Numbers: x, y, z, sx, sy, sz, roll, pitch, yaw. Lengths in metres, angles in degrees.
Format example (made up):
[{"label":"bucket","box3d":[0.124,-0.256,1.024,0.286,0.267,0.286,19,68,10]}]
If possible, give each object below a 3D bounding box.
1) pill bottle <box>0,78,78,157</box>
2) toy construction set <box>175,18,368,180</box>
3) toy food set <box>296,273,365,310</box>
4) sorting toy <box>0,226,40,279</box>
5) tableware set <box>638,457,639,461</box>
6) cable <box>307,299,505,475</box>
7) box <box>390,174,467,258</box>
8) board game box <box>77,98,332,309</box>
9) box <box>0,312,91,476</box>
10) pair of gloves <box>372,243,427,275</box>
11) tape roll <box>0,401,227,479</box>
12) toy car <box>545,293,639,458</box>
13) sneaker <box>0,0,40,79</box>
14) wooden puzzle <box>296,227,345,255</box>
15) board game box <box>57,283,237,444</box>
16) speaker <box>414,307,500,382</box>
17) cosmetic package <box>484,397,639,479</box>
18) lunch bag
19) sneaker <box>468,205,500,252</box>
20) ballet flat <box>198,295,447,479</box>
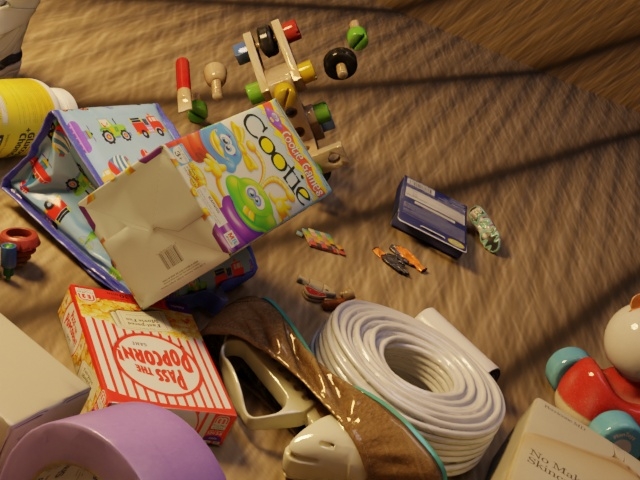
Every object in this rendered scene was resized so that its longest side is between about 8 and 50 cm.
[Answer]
[{"label":"pill bottle","box3d":[-0.408,-0.161,1.447,0.103,0.103,0.184,38,26,20]},{"label":"toy construction set","box3d":[-0.082,-0.206,1.802,0.309,0.257,0.237,2,43,-10]},{"label":"toy food set","box3d":[0.025,0.083,1.539,0.122,0.019,0.078,23,24,-14]},{"label":"sorting toy","box3d":[-0.361,0.017,1.233,0.102,0.042,0.061,-11,29,-39]},{"label":"tableware set","box3d":[0.472,0.314,1.568,0.141,0.020,0.168,26,24,-5]},{"label":"cable","box3d":[0.104,0.176,1.352,0.257,0.089,0.257,-2,38,-50]},{"label":"box","box3d":[0.195,-0.038,1.949,0.136,0.036,0.225,27,22,-3]},{"label":"board game box","box3d":[-0.127,-0.052,1.295,0.142,0.144,0.275,59,29,-3]},{"label":"box","box3d":[-0.352,0.101,0.994,0.275,0.094,0.113,37,25,17]},{"label":"pair of gloves","box3d":[0.129,0.030,1.772,0.074,0.010,0.083,40,27,24]},{"label":"tape roll","box3d":[-0.159,0.223,0.843,0.189,0.189,0.080,41,26,25]},{"label":"toy car","box3d":[0.461,0.173,1.531,0.210,0.238,0.219,17,21,-13]},{"label":"sneaker","box3d":[-0.506,-0.301,1.487,0.137,0.210,0.366,31,24,6]},{"label":"wooden puzzle","box3d":[0.000,0.000,1.695,0.083,0.006,0.049,16,27,-27]},{"label":"board game box","box3d":[-0.188,0.132,1.174,0.147,0.045,0.193,12,29,-33]},{"label":"speaker","box3d":[0.185,0.154,1.528,0.055,0.055,0.136,-2,39,-50]},{"label":"cosmetic package","box3d":[0.256,0.315,1.215,0.160,0.113,0.309,31,25,7]},{"label":"lunch bag","box3d":[-0.212,-0.026,1.388,0.293,0.138,0.221,47,26,12]},{"label":"sneaker","box3d":[0.314,-0.015,2.037,0.069,0.038,0.098,32,34,-62]},{"label":"ballet flat","box3d":[-0.019,0.186,1.195,0.124,0.116,0.342,-22,52,-36]}]
